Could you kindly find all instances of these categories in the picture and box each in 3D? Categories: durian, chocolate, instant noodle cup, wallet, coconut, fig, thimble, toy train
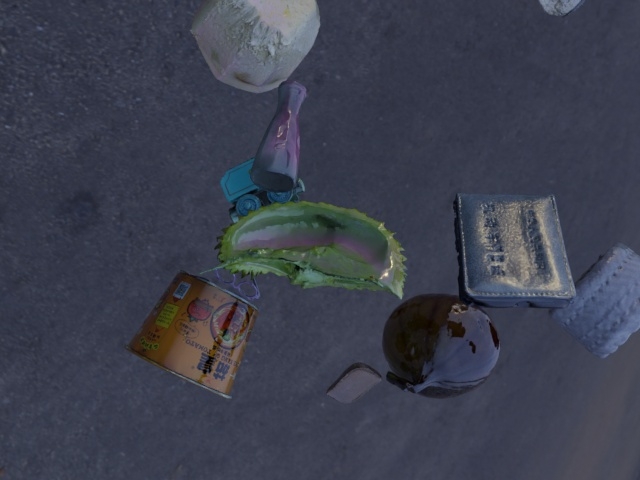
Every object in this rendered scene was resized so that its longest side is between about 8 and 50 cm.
[{"bbox_3d":[-0.017,0.015,1.205,0.169,0.356,0.157,-29,124,-72],"label":"durian"},{"bbox_3d":[0.060,0.253,1.227,0.065,0.031,0.100,29,123,-19],"label":"chocolate"},{"bbox_3d":[-0.220,0.165,1.230,0.216,0.216,0.172,42,70,-51],"label":"instant noodle cup"},{"bbox_3d":[0.293,0.011,1.045,0.036,0.168,0.222,85,8,-50],"label":"wallet"},{"bbox_3d":[-0.176,-0.546,1.776,0.298,0.309,0.297,11,67,-26],"label":"coconut"},{"bbox_3d":[0.239,0.219,1.364,0.214,0.235,0.234,-92,176,-58],"label":"fig"},{"bbox_3d":[0.639,0.130,1.506,0.246,0.157,0.217,-37,163,-33],"label":"thimble"},{"bbox_3d":[-0.148,-0.130,1.732,0.204,0.162,0.112,-24,164,3],"label":"toy train"}]

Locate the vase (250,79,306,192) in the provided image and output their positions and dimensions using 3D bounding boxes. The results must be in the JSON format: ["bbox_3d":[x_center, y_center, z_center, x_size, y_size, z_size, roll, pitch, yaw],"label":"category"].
[{"bbox_3d":[-0.071,-0.201,1.289,0.086,0.086,0.213,44,49,-50],"label":"vase"}]

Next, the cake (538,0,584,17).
[{"bbox_3d":[0.470,-0.473,1.186,0.116,0.221,0.086,52,29,-48],"label":"cake"}]

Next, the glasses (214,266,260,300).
[{"bbox_3d":[-0.208,0.086,1.848,0.062,0.140,0.103,-57,-177,42],"label":"glasses"}]
